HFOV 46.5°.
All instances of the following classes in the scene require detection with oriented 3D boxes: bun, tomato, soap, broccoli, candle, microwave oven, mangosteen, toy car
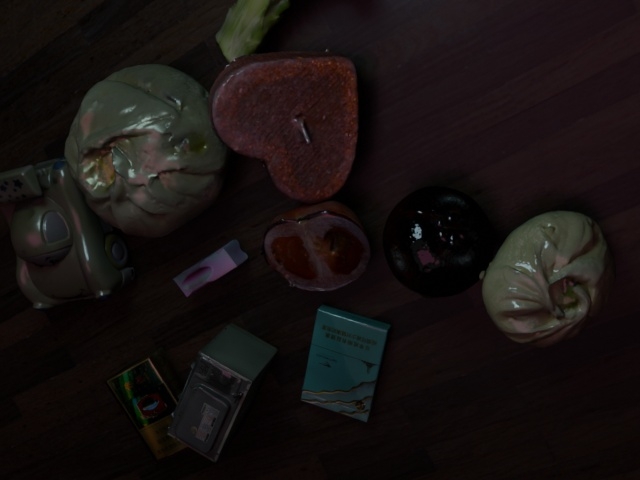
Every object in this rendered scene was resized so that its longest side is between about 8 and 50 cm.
[{"bbox_3d":[-0.370,-0.187,1.538,0.365,0.219,0.365,2,98,16],"label":"bun"},{"bbox_3d":[0.000,0.000,1.533,0.228,0.112,0.199,-7,125,19],"label":"tomato"},{"bbox_3d":[-0.245,0.064,1.641,0.149,0.100,0.056,-31,93,23],"label":"soap"},{"bbox_3d":[-0.071,-0.465,1.391,0.252,0.221,0.361,27,123,18],"label":"broccoli"},{"bbox_3d":[-0.037,-0.236,1.422,0.287,0.131,0.317,-45,115,3],"label":"candle"},{"bbox_3d":[-0.225,0.339,1.666,0.145,0.194,0.240,30,115,11],"label":"microwave oven"},{"bbox_3d":[0.219,0.003,1.419,0.216,0.216,0.216,5,107,18],"label":"mangosteen"},{"bbox_3d":[-0.604,-0.008,1.678,0.242,0.226,0.335,-10,100,21],"label":"toy car"},{"bbox_3d":[0.423,0.085,1.343,0.259,0.160,0.259,-9,118,-18],"label":"bun"}]

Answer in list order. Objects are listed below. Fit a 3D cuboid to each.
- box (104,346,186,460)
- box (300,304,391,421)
[{"bbox_3d":[-0.392,0.399,1.804,0.159,0.071,0.240,-31,93,26],"label":"box"},{"bbox_3d":[0.053,0.269,1.628,0.162,0.041,0.229,15,109,15],"label":"box"}]
